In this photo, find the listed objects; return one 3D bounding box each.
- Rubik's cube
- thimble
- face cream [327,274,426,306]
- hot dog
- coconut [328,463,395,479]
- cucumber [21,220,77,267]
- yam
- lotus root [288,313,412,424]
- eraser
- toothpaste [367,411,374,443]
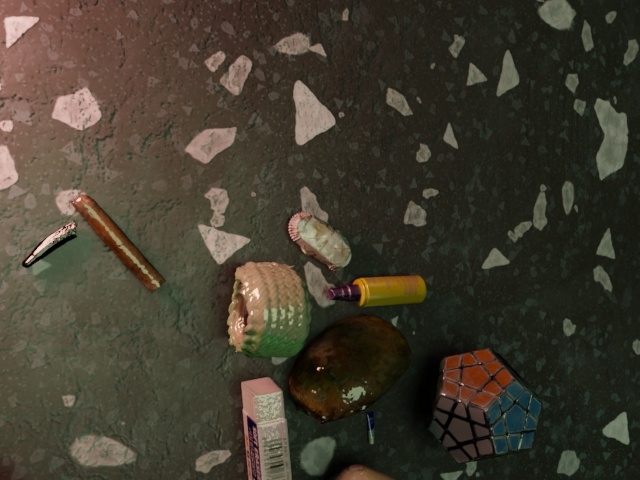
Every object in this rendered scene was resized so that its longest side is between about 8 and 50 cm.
[{"bbox_3d":[0.426,0.444,1.487,0.319,0.264,0.319,0,89,-25],"label":"Rubik's cube"},{"bbox_3d":[-0.122,0.158,1.263,0.150,0.219,0.219,5,88,-25],"label":"thimble"},{"bbox_3d":[0.147,0.135,1.459,0.273,0.078,0.078,-1,90,-25],"label":"face cream"},{"bbox_3d":[0.000,0.000,1.407,0.192,0.053,0.099,35,75,-18],"label":"hot dog"},{"bbox_3d":[0.098,0.668,1.364,0.241,0.241,0.241,0,90,-25],"label":"coconut"},{"bbox_3d":[-0.562,0.008,1.150,0.135,0.033,0.034,-37,102,-21],"label":"cucumber"},{"bbox_3d":[-0.438,0.006,1.203,0.046,0.046,0.264,-43,108,-19],"label":"yam"},{"bbox_3d":[0.071,0.304,1.378,0.314,0.210,0.142,-32,115,-35],"label":"lotus root"},{"bbox_3d":[-0.124,0.481,1.304,0.086,0.130,0.287,-6,93,-22],"label":"eraser"},{"bbox_3d":[0.135,0.504,1.489,0.024,0.015,0.083,3,83,-33],"label":"toothpaste"}]
